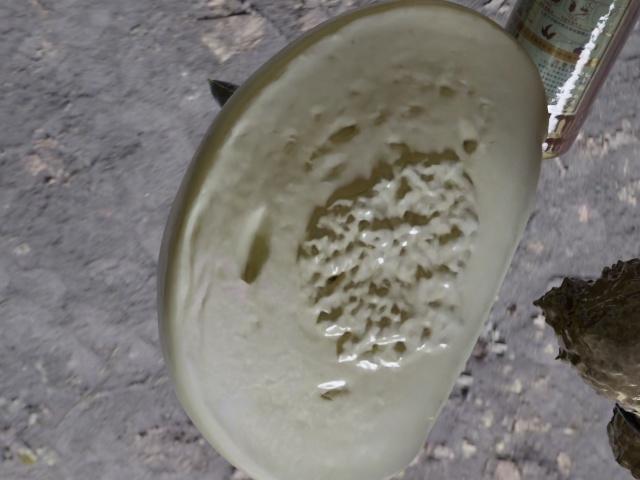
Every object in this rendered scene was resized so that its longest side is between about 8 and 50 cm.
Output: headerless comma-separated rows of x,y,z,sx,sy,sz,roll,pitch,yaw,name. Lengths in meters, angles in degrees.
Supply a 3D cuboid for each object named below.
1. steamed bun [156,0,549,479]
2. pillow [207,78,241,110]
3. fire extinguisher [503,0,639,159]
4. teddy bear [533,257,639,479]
0.000,0.000,0.641,0.155,0.200,0.250,25,86,-7,steamed bun
-0.100,-0.169,1.722,0.055,0.091,0.135,-28,132,6,pillow
0.168,-0.146,0.717,0.099,0.071,0.231,45,134,24,fire extinguisher
0.219,0.073,0.586,0.251,0.129,0.182,32,132,-17,teddy bear
